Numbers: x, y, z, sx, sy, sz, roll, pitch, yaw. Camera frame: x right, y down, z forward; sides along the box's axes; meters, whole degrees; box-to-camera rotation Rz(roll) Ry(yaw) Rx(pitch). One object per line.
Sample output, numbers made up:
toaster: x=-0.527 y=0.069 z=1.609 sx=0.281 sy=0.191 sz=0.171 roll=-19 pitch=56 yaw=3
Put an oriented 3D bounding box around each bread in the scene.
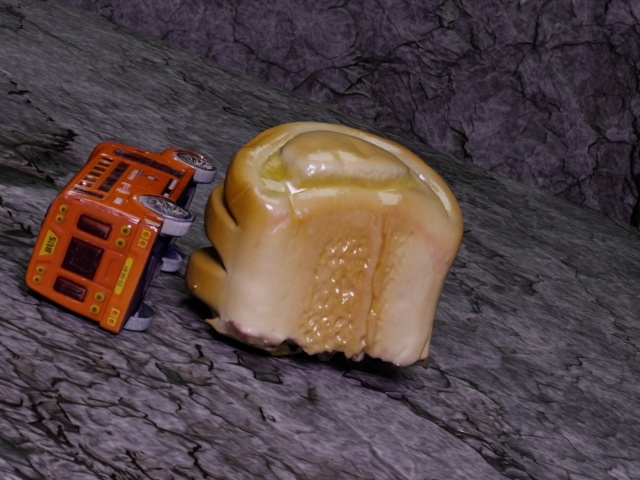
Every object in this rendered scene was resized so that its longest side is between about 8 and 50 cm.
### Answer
bread: x=0.000 y=0.000 z=1.706 sx=0.316 sy=0.270 sz=0.211 roll=8 pitch=6 yaw=-29

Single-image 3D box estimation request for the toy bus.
toy bus: x=-0.218 y=-0.021 z=1.650 sx=0.153 sy=0.143 sz=0.329 roll=22 pitch=17 yaw=-2
